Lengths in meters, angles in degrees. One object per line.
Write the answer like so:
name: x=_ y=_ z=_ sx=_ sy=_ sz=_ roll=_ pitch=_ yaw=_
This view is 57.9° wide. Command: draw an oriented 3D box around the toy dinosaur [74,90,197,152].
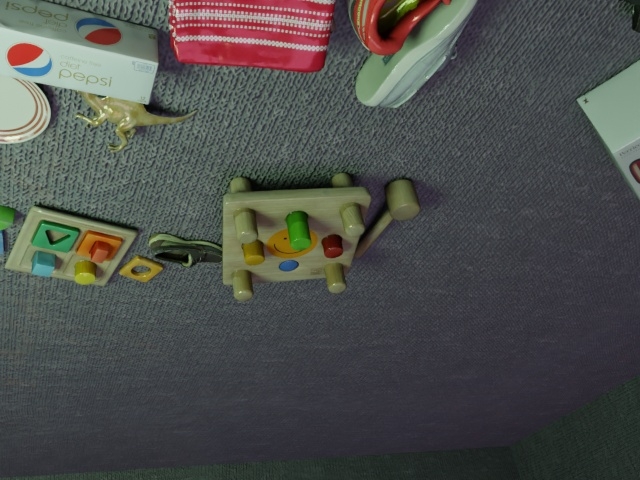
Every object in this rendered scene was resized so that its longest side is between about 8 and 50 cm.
toy dinosaur: x=-0.271 y=-0.171 z=0.814 sx=0.183 sy=0.053 sz=0.092 roll=14 pitch=136 yaw=-32

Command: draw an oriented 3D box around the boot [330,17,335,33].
boot: x=0.008 y=-0.318 z=0.705 sx=0.087 sy=0.042 sz=0.118 roll=-32 pitch=139 yaw=25

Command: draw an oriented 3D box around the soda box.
soda box: x=-0.309 y=-0.233 z=0.696 sx=0.216 sy=0.074 sz=0.069 roll=7 pitch=140 yaw=-25

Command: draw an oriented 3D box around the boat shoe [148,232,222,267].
boat shoe: x=-0.251 y=0.029 z=1.099 sx=0.152 sy=0.049 sz=0.056 roll=11 pitch=138 yaw=-31

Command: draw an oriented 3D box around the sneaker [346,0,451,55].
sneaker: x=0.136 y=-0.329 z=0.664 sx=0.107 sy=0.118 sz=0.279 roll=10 pitch=139 yaw=-30

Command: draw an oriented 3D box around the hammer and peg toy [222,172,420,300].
hammer and peg toy: x=0.000 y=0.000 z=1.070 sx=0.361 sy=0.127 sz=0.266 roll=-3 pitch=144 yaw=-13

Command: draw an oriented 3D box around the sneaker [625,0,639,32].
sneaker: x=0.398 y=-0.354 z=0.766 sx=0.118 sy=0.083 sz=0.222 roll=-5 pitch=156 yaw=22

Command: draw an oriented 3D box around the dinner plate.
dinner plate: x=-0.437 y=-0.185 z=0.773 sx=0.141 sy=0.017 sz=0.141 roll=-9 pitch=144 yaw=-6

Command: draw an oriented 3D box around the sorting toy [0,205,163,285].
sorting toy: x=-0.446 y=0.027 z=1.039 sx=0.348 sy=0.047 sz=0.196 roll=16 pitch=136 yaw=-34

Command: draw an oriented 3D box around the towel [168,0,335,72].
towel: x=-0.072 y=-0.317 z=0.648 sx=0.199 sy=0.031 sz=0.275 roll=3 pitch=137 yaw=-8

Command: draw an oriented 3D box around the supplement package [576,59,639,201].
supplement package: x=0.569 y=-0.177 z=0.998 sx=0.139 sy=0.134 sz=0.244 roll=-34 pitch=140 yaw=26

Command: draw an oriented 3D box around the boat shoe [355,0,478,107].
boat shoe: x=0.142 y=-0.267 z=0.799 sx=0.081 sy=0.079 sz=0.227 roll=5 pitch=147 yaw=-38
